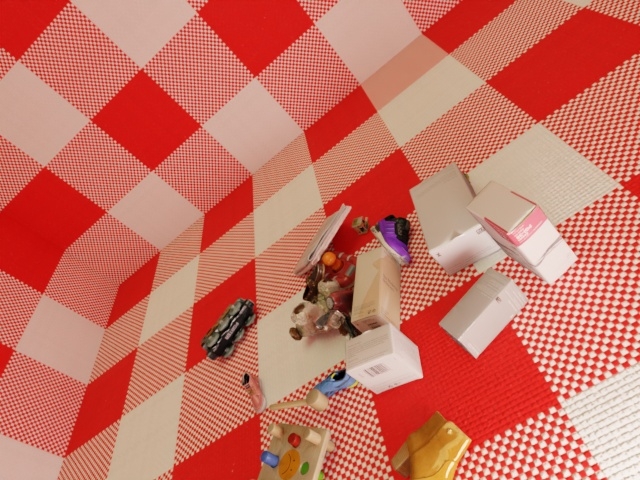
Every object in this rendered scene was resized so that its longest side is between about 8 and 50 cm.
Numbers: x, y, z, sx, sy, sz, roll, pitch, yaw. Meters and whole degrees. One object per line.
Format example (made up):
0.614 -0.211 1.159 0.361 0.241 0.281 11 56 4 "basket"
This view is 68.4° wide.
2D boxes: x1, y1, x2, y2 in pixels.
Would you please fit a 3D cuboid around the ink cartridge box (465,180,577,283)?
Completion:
0.593 -0.022 1.391 0.117 0.283 0.207 -47 31 6 "ink cartridge box"

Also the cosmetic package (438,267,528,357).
0.484 0.215 1.404 0.238 0.127 0.107 -50 32 -3 "cosmetic package"

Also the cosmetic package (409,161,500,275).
0.481 -0.088 1.720 0.217 0.156 0.385 -31 36 24 "cosmetic package"

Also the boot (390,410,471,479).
0.315 0.590 1.208 0.211 0.104 0.295 -46 28 2 "boot"

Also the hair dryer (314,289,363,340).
0.110 0.286 1.759 0.080 0.223 0.294 -46 7 48 "hair dryer"

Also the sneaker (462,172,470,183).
0.582 -0.251 1.894 0.035 0.031 0.083 -40 32 10 "sneaker"

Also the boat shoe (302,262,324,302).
-0.030 0.182 1.991 0.073 0.072 0.207 -95 15 -56 "boat shoe"

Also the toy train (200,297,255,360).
-0.447 0.420 2.280 0.334 0.142 0.190 -56 23 -14 "toy train"

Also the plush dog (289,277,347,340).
-0.012 0.307 1.880 0.262 0.211 0.225 -44 7 -38 "plush dog"

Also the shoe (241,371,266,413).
-0.274 0.611 1.902 0.063 0.081 0.178 -41 32 10 "shoe"

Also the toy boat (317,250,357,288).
0.064 0.103 2.001 0.151 0.151 0.231 -55 33 -14 "toy boat"

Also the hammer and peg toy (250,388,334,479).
-0.082 0.685 1.552 0.265 0.127 0.362 -16 43 43 "hammer and peg toy"

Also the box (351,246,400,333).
0.209 0.192 1.738 0.121 0.148 0.311 -24 40 32 "box"

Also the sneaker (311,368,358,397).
0.034 0.500 1.663 0.209 0.082 0.069 -31 37 26 "sneaker"

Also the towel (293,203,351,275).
0.000 0.000 2.170 0.332 0.053 0.317 -57 6 -19 "towel"

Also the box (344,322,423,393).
0.200 0.379 1.505 0.180 0.182 0.119 -29 38 27 "box"

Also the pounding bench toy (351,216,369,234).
0.194 -0.067 2.117 0.083 0.065 0.052 -17 42 39 "pounding bench toy"

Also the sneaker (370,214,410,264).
0.309 -0.023 1.897 0.146 0.102 0.293 -41 32 7 "sneaker"
